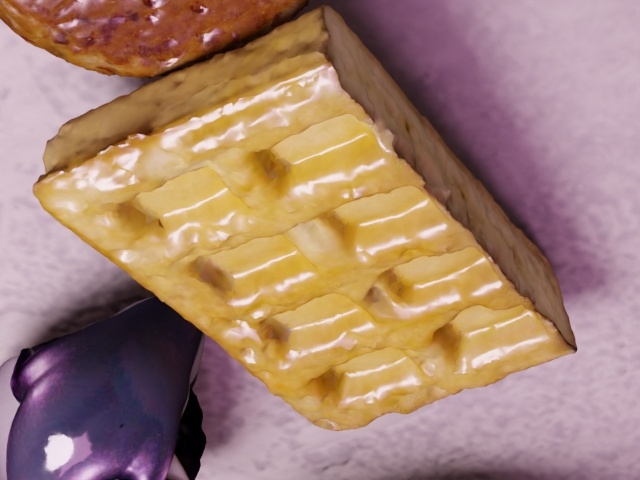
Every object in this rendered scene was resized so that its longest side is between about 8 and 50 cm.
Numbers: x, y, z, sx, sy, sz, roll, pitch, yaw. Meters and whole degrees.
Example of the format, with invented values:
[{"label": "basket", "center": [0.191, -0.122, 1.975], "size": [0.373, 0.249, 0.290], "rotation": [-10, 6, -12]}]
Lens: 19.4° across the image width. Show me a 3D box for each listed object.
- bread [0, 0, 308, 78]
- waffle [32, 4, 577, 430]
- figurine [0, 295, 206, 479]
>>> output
[{"label": "bread", "center": [-0.081, -0.157, 0.850], "size": [0.193, 0.064, 0.193], "rotation": [-3, 130, -3]}, {"label": "waffle", "center": [0.000, 0.000, 0.946], "size": [0.168, 0.057, 0.274], "rotation": [-22, 139, 24]}, {"label": "figurine", "center": [-0.139, 0.120, 1.041], "size": [0.145, 0.145, 0.222], "rotation": [20, 130, -14]}]
